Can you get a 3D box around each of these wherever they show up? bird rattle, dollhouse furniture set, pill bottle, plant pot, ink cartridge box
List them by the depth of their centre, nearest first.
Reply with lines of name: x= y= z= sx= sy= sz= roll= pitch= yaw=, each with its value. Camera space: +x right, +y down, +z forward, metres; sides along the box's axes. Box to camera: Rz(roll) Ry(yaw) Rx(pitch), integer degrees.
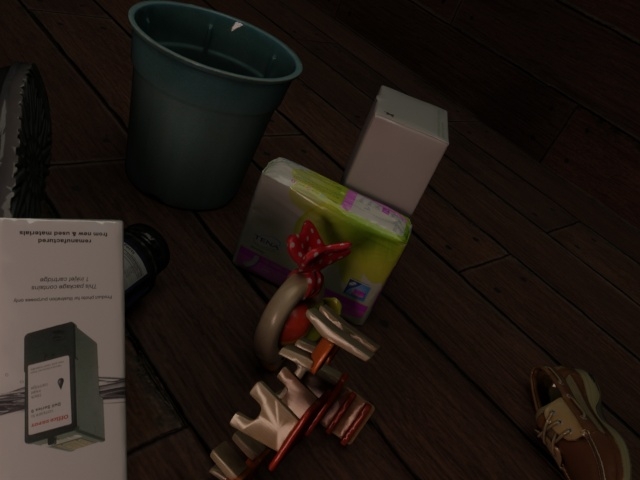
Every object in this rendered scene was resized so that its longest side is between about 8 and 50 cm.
ink cartridge box: x=-0.291 y=0.130 z=0.608 sx=0.122 sy=0.289 sz=0.211 roll=0 pitch=-4 yaw=-33
dollhouse furniture set: x=-0.012 y=0.230 z=0.750 sx=0.135 sy=0.262 sz=0.259 roll=34 pitch=3 yaw=11
pill bottle: x=-0.333 y=0.059 z=0.881 sx=0.123 sy=0.122 sz=0.219 roll=29 pitch=33 yaw=7
bird rattle: x=-0.029 y=0.106 z=0.919 sx=0.143 sy=0.253 sz=0.207 roll=31 pitch=57 yaw=11
plant pot: x=-0.255 y=-0.267 z=1.197 sx=0.341 sy=0.334 sz=0.341 roll=17 pitch=34 yaw=-12

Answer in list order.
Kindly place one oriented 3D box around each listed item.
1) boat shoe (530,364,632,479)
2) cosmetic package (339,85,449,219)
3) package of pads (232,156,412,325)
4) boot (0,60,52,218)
boat shoe: x=0.434 y=0.336 z=1.001 sx=0.120 sy=0.122 sz=0.324 roll=19 pitch=25 yaw=1
cosmetic package: x=0.115 y=-0.104 z=1.174 sx=0.155 sy=0.365 sz=0.197 roll=23 pitch=34 yaw=-2
package of pads: x=0.000 y=0.000 z=1.080 sx=0.297 sy=0.229 sz=0.101 roll=25 pitch=33 yaw=2
boot: x=-0.616 y=-0.098 z=0.753 sx=0.445 sy=0.146 sz=0.367 roll=-3 pitch=57 yaw=-10
